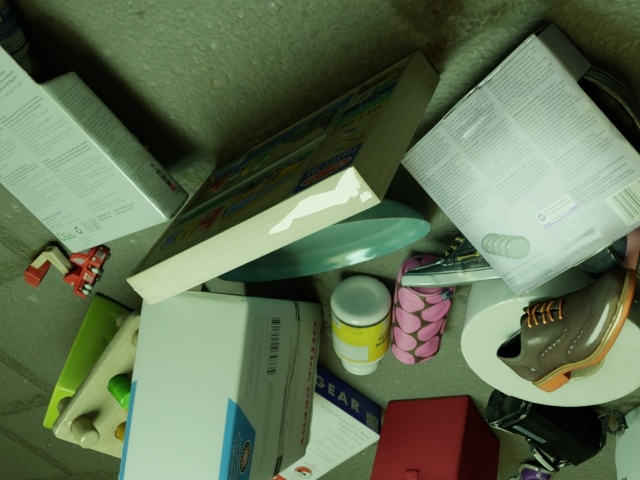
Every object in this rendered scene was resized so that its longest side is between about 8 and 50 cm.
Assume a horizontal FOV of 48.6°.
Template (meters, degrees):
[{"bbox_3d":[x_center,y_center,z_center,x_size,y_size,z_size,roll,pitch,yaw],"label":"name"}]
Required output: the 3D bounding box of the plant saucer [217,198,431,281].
[{"bbox_3d":[0.000,0.000,1.027,0.317,0.044,0.317,-13,168,-3],"label":"plant saucer"}]

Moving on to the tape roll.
[{"bbox_3d":[0.367,0.143,1.115,0.286,0.100,0.286,11,139,9],"label":"tape roll"}]

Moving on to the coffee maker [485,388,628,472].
[{"bbox_3d":[0.420,0.315,1.291,0.178,0.120,0.171,32,115,-16],"label":"coffee maker"}]

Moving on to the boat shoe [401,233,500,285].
[{"bbox_3d":[0.207,0.022,1.048,0.183,0.083,0.065,-8,171,17],"label":"boat shoe"}]

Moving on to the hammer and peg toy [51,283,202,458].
[{"bbox_3d":[-0.283,0.241,1.310,0.127,0.361,0.266,29,172,47],"label":"hammer and peg toy"}]

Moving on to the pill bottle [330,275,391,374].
[{"bbox_3d":[0.071,0.154,1.241,0.103,0.103,0.184,9,139,12],"label":"pill bottle"}]

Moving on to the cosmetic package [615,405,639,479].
[{"bbox_3d":[0.637,0.384,1.235,0.183,0.151,0.151,21,139,-4],"label":"cosmetic package"}]

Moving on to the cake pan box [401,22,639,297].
[{"bbox_3d":[0.262,-0.089,0.863,0.246,0.070,0.267,47,136,1],"label":"cake pan box"}]

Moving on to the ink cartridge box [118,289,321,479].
[{"bbox_3d":[-0.135,0.229,1.134,0.166,0.286,0.395,5,175,16],"label":"ink cartridge box"}]

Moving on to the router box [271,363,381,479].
[{"bbox_3d":[-0.092,0.372,1.502,0.335,0.082,0.301,37,120,-20],"label":"router box"}]

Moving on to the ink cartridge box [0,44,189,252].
[{"bbox_3d":[-0.409,-0.135,1.093,0.324,0.071,0.330,-12,125,46],"label":"ink cartridge box"}]

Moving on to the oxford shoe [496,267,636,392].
[{"bbox_3d":[0.326,0.118,0.959,0.098,0.097,0.271,25,139,3],"label":"oxford shoe"}]

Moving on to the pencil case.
[{"bbox_3d":[0.171,0.119,1.179,0.098,0.095,0.209,-17,143,-16],"label":"pencil case"}]

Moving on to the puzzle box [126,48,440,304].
[{"bbox_3d":[-0.054,-0.074,0.907,0.409,0.272,0.052,-24,116,38],"label":"puzzle box"}]

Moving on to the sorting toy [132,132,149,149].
[{"bbox_3d":[-0.311,-0.157,1.097,0.083,0.045,0.075,-12,119,46],"label":"sorting toy"}]

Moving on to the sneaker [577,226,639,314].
[{"bbox_3d":[0.433,0.007,0.954,0.319,0.131,0.112,40,168,4],"label":"sneaker"}]

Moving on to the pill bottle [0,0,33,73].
[{"bbox_3d":[-0.449,-0.286,0.986,0.067,0.067,0.120,5,137,17],"label":"pill bottle"}]

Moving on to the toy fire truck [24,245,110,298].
[{"bbox_3d":[-0.498,0.049,1.391,0.135,0.047,0.192,30,138,-10],"label":"toy fire truck"}]

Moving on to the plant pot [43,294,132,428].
[{"bbox_3d":[-0.436,0.288,1.502,0.207,0.228,0.227,23,139,-13],"label":"plant pot"}]

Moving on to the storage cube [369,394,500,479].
[{"bbox_3d":[0.233,0.447,1.432,0.215,0.193,0.184,-13,130,33],"label":"storage cube"}]

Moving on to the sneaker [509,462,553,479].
[{"bbox_3d":[0.454,0.540,1.541,0.068,0.071,0.170,15,139,5],"label":"sneaker"}]
